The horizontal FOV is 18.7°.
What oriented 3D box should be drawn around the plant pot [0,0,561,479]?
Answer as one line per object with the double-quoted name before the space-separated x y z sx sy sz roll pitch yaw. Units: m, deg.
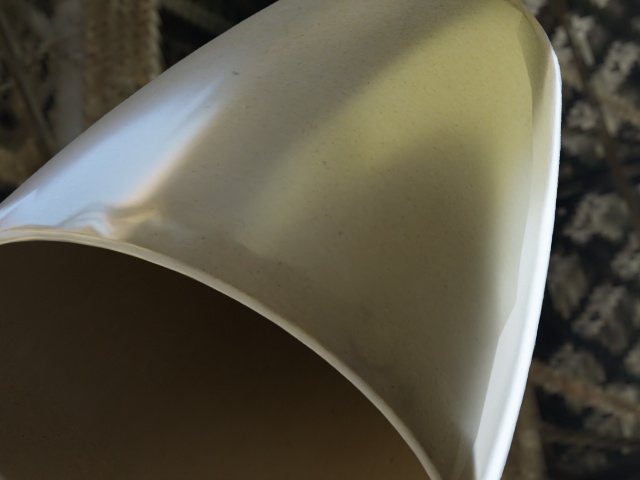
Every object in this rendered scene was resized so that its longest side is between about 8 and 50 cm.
"plant pot" 0.000 0.000 0.878 0.256 0.256 0.274 54 -132 -25
